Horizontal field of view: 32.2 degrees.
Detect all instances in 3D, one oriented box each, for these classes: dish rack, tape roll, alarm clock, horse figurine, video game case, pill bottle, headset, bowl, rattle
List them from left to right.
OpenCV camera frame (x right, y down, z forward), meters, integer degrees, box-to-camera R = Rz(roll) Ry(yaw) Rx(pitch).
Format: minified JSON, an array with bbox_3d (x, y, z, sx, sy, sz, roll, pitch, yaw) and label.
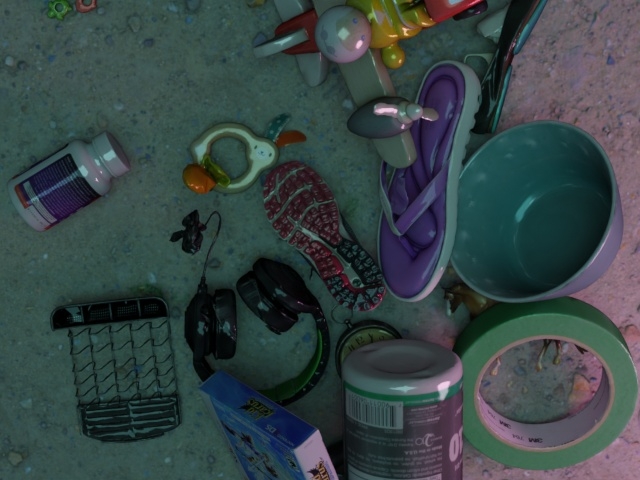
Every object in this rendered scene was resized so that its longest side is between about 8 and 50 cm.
[{"bbox_3d":[-0.428,-0.106,1.903,0.193,0.108,0.108,-30,97,4],"label":"pill bottle"},{"bbox_3d":[-0.354,0.232,1.971,0.208,0.074,0.272,-6,99,1],"label":"dish rack"},{"bbox_3d":[-0.133,0.126,1.899,0.243,0.185,0.394,-25,109,3],"label":"headset"},{"bbox_3d":[-0.130,-0.153,1.886,0.199,0.143,0.130,-13,80,8],"label":"rattle"},{"bbox_3d":[-0.072,0.365,1.861,0.061,0.269,0.244,-39,127,-24],"label":"video game case"},{"bbox_3d":[0.080,0.191,1.970,0.129,0.064,0.192,-32,100,5],"label":"alarm clock"},{"bbox_3d":[0.139,0.367,1.878,0.204,0.204,0.361,-2,107,0],"label":"pill bottle"},{"bbox_3d":[0.347,0.149,1.966,0.263,0.066,0.175,-3,104,3],"label":"horse figurine"},{"bbox_3d":[0.383,0.249,1.929,0.321,0.077,0.321,1,116,2],"label":"tape roll"},{"bbox_3d":[0.377,-0.027,1.851,0.163,0.311,0.311,28,100,-49],"label":"bowl"}]

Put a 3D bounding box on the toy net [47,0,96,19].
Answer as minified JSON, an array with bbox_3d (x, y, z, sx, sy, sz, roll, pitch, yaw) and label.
[{"bbox_3d":[-0.378,-0.465,1.881,0.232,0.045,0.122,-22,98,3],"label":"toy net"}]

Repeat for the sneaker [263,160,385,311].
[{"bbox_3d":[0.000,0.000,1.926,0.121,0.112,0.299,-32,84,-1],"label":"sneaker"}]

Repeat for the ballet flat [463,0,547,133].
[{"bbox_3d":[0.299,-0.320,1.884,0.096,0.095,0.280,23,98,9],"label":"ballet flat"}]

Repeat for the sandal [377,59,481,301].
[{"bbox_3d":[0.156,-0.106,1.874,0.102,0.169,0.416,12,90,-40],"label":"sandal"}]

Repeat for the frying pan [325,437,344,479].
[{"bbox_3d":[0.029,0.504,2.028,0.197,0.053,0.326,40,93,-6],"label":"frying pan"}]

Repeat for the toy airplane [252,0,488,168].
[{"bbox_3d":[0.047,-0.346,1.738,0.386,0.272,0.384,30,124,9],"label":"toy airplane"}]
